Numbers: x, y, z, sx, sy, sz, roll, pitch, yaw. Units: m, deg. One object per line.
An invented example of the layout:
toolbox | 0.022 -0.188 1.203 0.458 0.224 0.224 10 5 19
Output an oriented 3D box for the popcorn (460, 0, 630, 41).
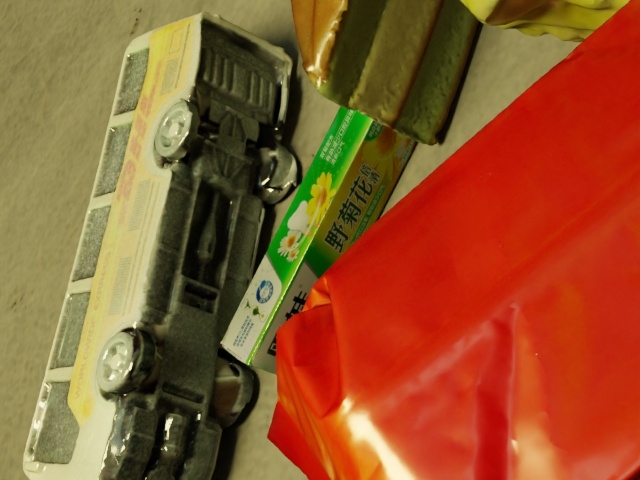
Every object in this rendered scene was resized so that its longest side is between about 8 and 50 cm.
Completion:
popcorn | 0.148 -0.207 0.806 0.255 0.195 0.256 -42 76 -9

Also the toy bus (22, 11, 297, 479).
toy bus | -0.108 0.016 1.073 0.138 0.097 0.342 -6 66 48

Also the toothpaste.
toothpaste | 0.000 0.000 1.007 0.037 0.043 0.178 30 94 47

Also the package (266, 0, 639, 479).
package | 0.165 0.003 0.681 0.424 0.123 0.196 -39 51 5

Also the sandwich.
sandwich | 0.021 -0.168 1.013 0.144 0.117 0.187 11 81 52
